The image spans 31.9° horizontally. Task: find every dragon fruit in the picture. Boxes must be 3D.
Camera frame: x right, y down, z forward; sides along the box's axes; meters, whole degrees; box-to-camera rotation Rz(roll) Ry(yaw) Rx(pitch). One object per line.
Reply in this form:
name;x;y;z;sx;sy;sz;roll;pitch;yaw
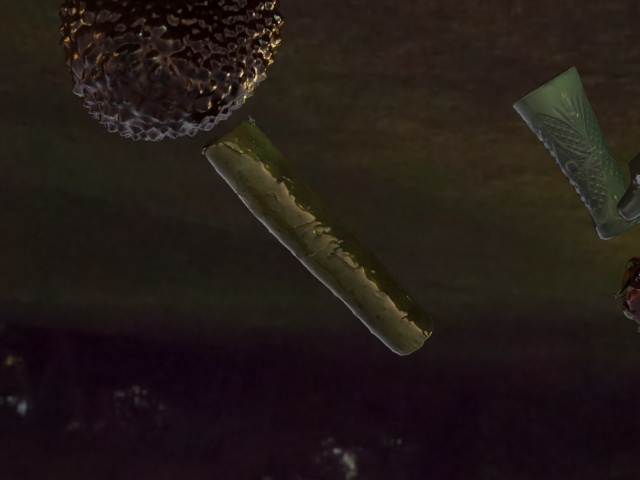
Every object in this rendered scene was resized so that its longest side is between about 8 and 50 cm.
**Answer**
dragon fruit;0.491;0.072;1.590;0.142;0.175;0.138;2;140;-8

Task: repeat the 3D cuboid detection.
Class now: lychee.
lychee;-0.187;-0.259;1.363;0.275;0.276;0.304;6;154;-19

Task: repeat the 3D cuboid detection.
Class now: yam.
yam;0.000;0.000;1.393;0.371;0.083;0.083;48;158;-18

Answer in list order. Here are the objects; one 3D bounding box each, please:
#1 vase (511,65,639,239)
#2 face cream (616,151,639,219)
vase;0.346;-0.111;1.466;0.096;0.219;0.096;-31;-178;1
face cream;0.426;-0.134;1.150;0.092;0.311;0.092;40;-165;-13
